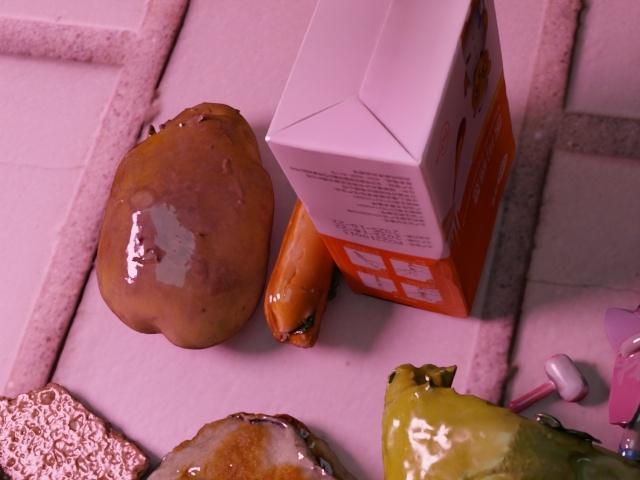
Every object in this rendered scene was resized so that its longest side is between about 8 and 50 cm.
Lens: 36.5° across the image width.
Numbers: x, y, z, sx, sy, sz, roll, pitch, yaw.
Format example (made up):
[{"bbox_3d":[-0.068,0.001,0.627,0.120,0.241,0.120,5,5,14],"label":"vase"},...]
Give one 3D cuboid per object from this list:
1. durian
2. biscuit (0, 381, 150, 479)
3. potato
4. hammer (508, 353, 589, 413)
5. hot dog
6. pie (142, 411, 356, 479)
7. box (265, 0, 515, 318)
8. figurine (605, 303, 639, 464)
[{"bbox_3d":[0.178,0.272,0.864,0.256,0.204,0.339,4,68,-2],"label":"durian"},{"bbox_3d":[-0.306,0.223,1.053,0.237,0.026,0.131,32,75,21],"label":"biscuit"},{"bbox_3d":[-0.147,-0.025,1.076,0.192,0.141,0.296,3,65,7],"label":"potato"},{"bbox_3d":[0.231,0.155,0.999,0.083,0.031,0.052,-31,62,2],"label":"hammer"},{"bbox_3d":[0.000,0.000,1.062,0.068,0.100,0.249,13,66,10],"label":"hot dog"},{"bbox_3d":[-0.087,0.294,0.959,0.274,0.105,0.257,-35,51,-10],"label":"pie"},{"bbox_3d":[0.091,-0.092,0.959,0.143,0.341,0.225,11,68,22],"label":"box"},{"bbox_3d":[0.379,0.114,0.954,0.205,0.103,0.260,19,80,18],"label":"figurine"}]
